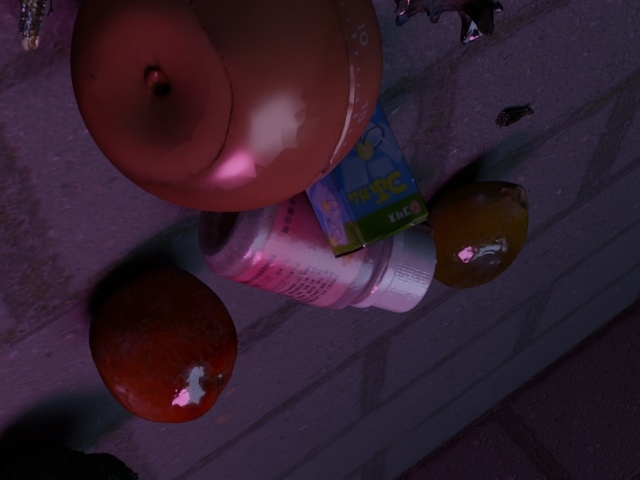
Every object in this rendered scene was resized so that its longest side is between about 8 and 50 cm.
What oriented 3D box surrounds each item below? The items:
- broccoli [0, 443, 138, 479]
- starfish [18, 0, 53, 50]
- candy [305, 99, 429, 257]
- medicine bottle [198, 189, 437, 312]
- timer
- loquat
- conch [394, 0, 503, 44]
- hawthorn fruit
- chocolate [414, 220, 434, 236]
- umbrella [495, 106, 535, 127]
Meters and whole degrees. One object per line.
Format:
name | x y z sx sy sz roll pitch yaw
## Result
broccoli | -0.344 0.389 1.459 0.269 0.269 0.254 -46 145 17
starfish | -0.197 -0.208 0.777 0.208 0.053 0.176 -42 168 10
candy | 0.025 -0.090 1.189 0.097 0.195 0.062 -24 180 -36
medicine bottle | 0.000 0.000 1.273 0.247 0.147 0.147 18 126 -28
timer | -0.069 -0.137 0.895 0.230 0.229 0.215 -53 170 30
loquat | 0.230 -0.015 1.739 0.195 0.152 0.152 -37 162 29
conch | 0.115 -0.307 0.954 0.241 0.186 0.313 -59 148 -26
hawthorn fruit | -0.172 0.120 1.310 0.173 0.173 0.173 -33 158 -16
chocolate | 0.040 -0.010 1.499 0.112 0.112 0.321 -54 155 13
umbrella | 0.277 -0.177 1.671 0.083 0.020 0.031 -27 156 -42
